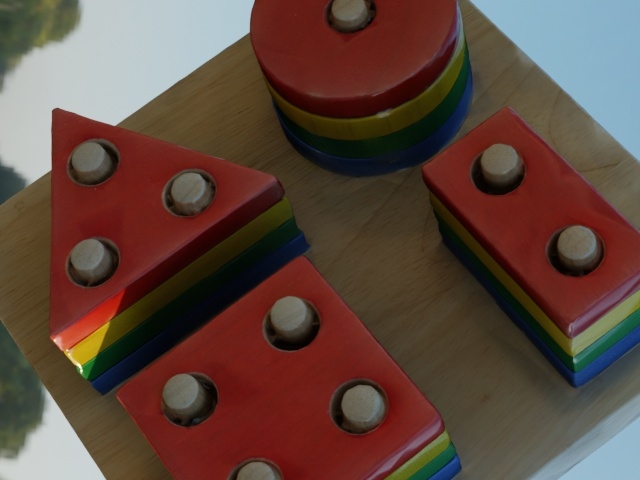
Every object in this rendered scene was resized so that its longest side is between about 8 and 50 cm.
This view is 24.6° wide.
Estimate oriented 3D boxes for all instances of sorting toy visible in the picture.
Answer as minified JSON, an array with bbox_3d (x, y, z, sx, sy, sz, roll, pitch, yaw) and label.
[{"bbox_3d":[0.000,0.000,0.605,0.255,0.257,0.089,50,-8,30],"label":"sorting toy"}]
